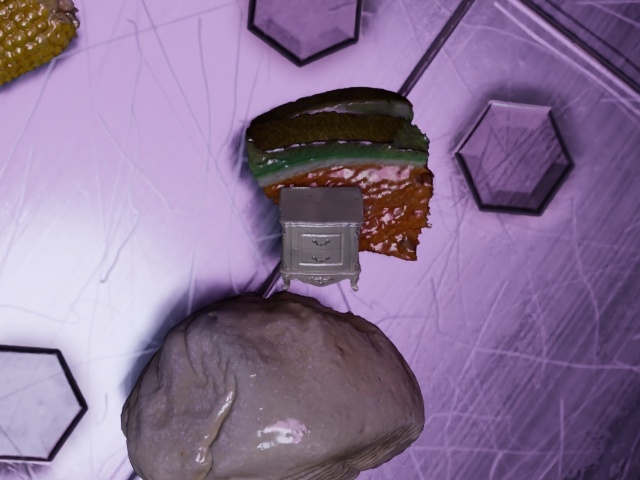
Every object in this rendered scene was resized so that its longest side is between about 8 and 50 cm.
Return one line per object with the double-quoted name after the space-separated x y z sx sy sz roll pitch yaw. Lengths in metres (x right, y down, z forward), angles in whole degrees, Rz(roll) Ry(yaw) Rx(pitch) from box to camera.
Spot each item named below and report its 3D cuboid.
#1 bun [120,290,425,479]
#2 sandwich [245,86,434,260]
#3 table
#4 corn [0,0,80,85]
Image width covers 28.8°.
-0.054 0.152 1.178 0.282 0.281 0.204 -31 72 -7 "bun"
0.017 -0.063 1.243 0.185 0.109 0.159 -5 120 -7 "sandwich"
0.000 0.000 1.181 0.079 0.062 0.083 1 125 -1 "table"
-0.353 -0.174 1.174 0.260 0.091 0.091 -25 79 -3 "corn"
